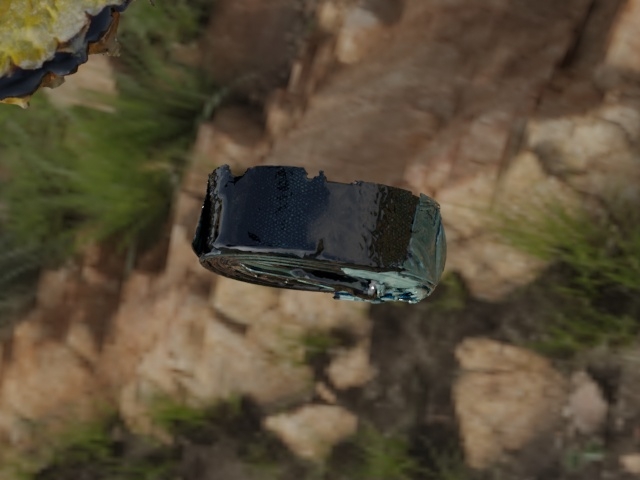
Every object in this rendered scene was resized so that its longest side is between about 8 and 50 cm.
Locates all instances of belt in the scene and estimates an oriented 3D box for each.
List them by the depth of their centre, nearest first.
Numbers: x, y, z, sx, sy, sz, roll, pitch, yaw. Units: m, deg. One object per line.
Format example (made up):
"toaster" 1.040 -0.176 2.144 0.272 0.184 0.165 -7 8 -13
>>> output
"belt" 0.000 0.000 1.033 0.105 0.140 0.058 128 150 -75

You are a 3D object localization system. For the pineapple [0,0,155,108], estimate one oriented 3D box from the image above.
"pineapple" -0.239 -0.195 1.417 0.262 0.271 0.262 0 82 -2
